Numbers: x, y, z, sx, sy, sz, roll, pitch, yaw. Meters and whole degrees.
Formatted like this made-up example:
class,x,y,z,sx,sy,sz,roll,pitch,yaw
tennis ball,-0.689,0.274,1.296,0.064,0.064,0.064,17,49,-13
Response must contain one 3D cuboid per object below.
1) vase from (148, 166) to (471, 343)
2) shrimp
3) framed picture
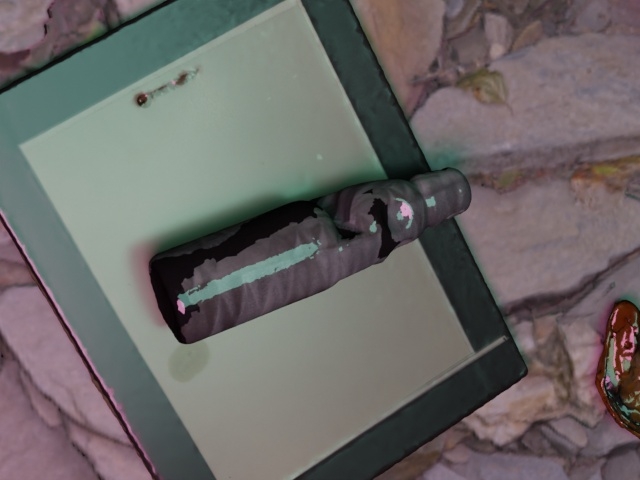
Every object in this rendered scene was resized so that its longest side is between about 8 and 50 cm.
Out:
class,x,y,z,sx,sy,sz,roll,pitch,yaw
vase,0.000,0.000,0.806,0.211,0.060,0.060,-22,103,-17
shrimp,0.275,0.021,0.922,0.117,0.066,0.262,12,90,-21
framed picture,-0.037,0.011,0.833,0.265,0.016,0.347,-32,106,-14
